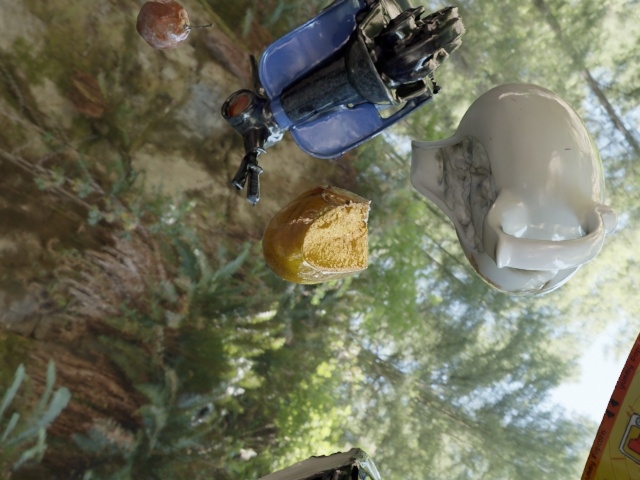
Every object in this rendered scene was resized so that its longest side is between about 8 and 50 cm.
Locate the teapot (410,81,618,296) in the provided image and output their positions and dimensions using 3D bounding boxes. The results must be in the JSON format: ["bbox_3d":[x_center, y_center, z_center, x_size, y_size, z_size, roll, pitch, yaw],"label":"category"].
[{"bbox_3d":[0.180,-0.045,0.752,0.298,0.139,0.204,-124,-147,-70],"label":"teapot"}]

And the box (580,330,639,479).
[{"bbox_3d":[0.479,0.237,0.860,0.283,0.213,0.260,31,-70,46],"label":"box"}]

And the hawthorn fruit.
[{"bbox_3d":[-0.183,-0.273,1.015,0.103,0.067,0.067,14,-112,11],"label":"hawthorn fruit"}]

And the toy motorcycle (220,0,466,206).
[{"bbox_3d":[0.023,-0.154,0.724,0.212,0.125,0.358,-29,-166,14],"label":"toy motorcycle"}]

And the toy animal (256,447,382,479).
[{"bbox_3d":[0.008,0.374,0.928,0.165,0.187,0.235,-17,-94,54],"label":"toy animal"}]

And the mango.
[{"bbox_3d":[0.000,0.000,1.532,0.199,0.201,0.350,-45,176,27],"label":"mango"}]
